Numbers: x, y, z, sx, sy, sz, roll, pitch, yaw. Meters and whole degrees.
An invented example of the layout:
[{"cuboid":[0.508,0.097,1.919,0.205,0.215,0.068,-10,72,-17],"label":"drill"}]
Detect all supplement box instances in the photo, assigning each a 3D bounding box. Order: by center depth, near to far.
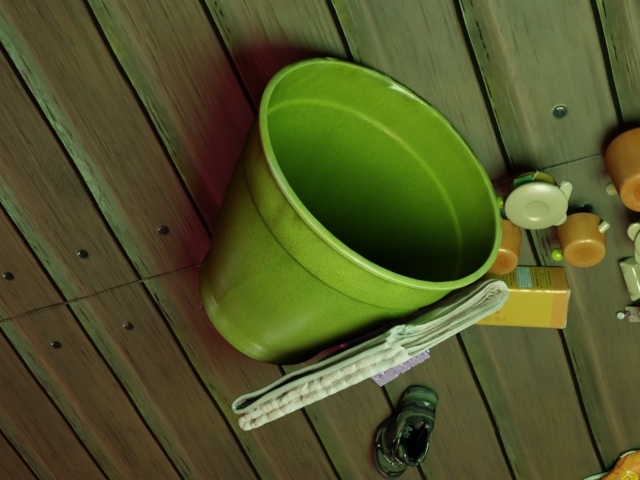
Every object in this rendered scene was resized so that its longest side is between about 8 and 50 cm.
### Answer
[{"cuboid":[0.274,0.087,1.258,0.233,0.080,0.078,1,121,7],"label":"supplement box"}]

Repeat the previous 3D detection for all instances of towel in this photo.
[{"cuboid":[0.075,0.161,1.135,0.331,0.317,0.053,-31,80,36],"label":"towel"}]

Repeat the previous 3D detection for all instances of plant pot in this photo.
[{"cuboid":[0.000,0.000,1.115,0.366,0.366,0.353,32,133,-11],"label":"plant pot"}]

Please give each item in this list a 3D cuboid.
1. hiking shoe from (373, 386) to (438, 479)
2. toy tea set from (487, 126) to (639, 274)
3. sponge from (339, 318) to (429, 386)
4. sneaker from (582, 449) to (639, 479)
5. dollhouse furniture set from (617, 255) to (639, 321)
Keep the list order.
[{"cuboid":[0.148,0.376,1.437,0.086,0.114,0.227,17,123,0],"label":"hiking shoe"},{"cuboid":[0.372,-0.057,1.141,0.336,0.124,0.200,-8,133,18],"label":"toy tea set"},{"cuboid":[0.081,0.155,1.360,0.117,0.031,0.210,-36,110,27],"label":"sponge"},{"cuboid":[0.551,0.447,1.440,0.064,0.067,0.175,34,120,-10],"label":"sneaker"},{"cuboid":[0.508,0.078,1.249,0.091,0.081,0.114,-19,92,-19],"label":"dollhouse furniture set"}]
